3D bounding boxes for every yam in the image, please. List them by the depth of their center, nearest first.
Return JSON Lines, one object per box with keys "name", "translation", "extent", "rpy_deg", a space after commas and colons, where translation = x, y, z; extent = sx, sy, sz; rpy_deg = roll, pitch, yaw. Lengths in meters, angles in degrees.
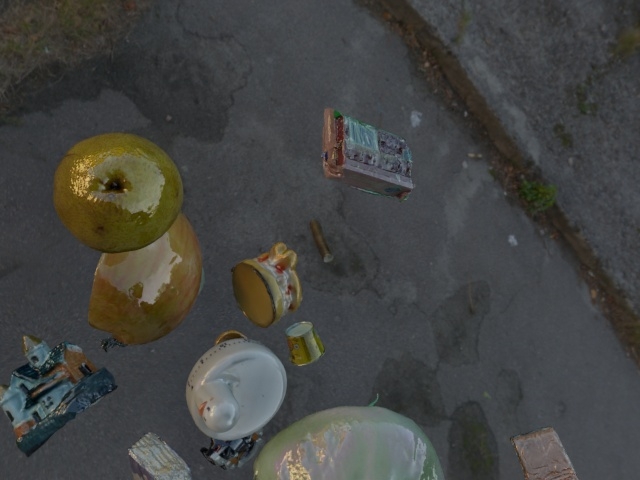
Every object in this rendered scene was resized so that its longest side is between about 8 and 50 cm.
{"name": "yam", "translation": [0.000, 0.000, 1.023], "extent": [0.032, 0.032, 0.145], "rpy_deg": [19, 29, -29]}

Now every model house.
{"name": "model house", "translation": [-0.770, 0.396, 1.175], "extent": [0.291, 0.253, 0.184], "rpy_deg": [53, 14, 3]}

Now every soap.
{"name": "soap", "translation": [0.132, -0.229, 1.146], "extent": [0.273, 0.098, 0.218], "rpy_deg": [10, 75, -35]}

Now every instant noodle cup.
{"name": "instant noodle cup", "translation": [-0.081, 0.478, 1.994], "extent": [0.182, 0.182, 0.144], "rpy_deg": [-29, 110, -36]}

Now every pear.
{"name": "pear", "translation": [-0.336, -0.080, 0.715], "extent": [0.209, 0.209, 0.209], "rpy_deg": [10, 72, -32]}

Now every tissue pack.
{"name": "tissue pack", "translation": [-0.585, 0.902, 1.562], "extent": [0.242, 0.344, 0.125], "rpy_deg": [27, 37, 24]}

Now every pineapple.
{"name": "pineapple", "translation": [-0.772, 0.380, 1.678], "extent": [0.197, 0.108, 0.108], "rpy_deg": [-19, 88, -29]}

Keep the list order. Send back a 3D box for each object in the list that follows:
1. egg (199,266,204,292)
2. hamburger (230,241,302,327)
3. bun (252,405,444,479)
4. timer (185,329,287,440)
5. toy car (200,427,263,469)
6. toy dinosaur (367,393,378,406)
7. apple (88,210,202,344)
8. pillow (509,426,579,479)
{"name": "egg", "translation": [-0.488, 0.145, 1.478], "extent": [0.149, 0.149, 0.192], "rpy_deg": [29, 59, -25]}
{"name": "hamburger", "translation": [-0.187, 0.153, 1.548], "extent": [0.186, 0.261, 0.303], "rpy_deg": [-28, 134, -37]}
{"name": "bun", "translation": [0.047, 0.387, 0.587], "extent": [0.293, 0.293, 0.187], "rpy_deg": [37, 17, -21]}
{"name": "timer", "translation": [-0.186, 0.349, 0.965], "extent": [0.233, 0.240, 0.233], "rpy_deg": [-9, 108, -29]}
{"name": "toy car", "translation": [-0.278, 0.651, 1.366], "extent": [0.118, 0.301, 0.193], "rpy_deg": [36, 64, 19]}
{"name": "toy dinosaur", "translation": [0.104, 0.379, 0.938], "extent": [0.062, 0.021, 0.083], "rpy_deg": [37, 62, -49]}
{"name": "apple", "translation": [-0.430, 0.068, 1.014], "extent": [0.314, 0.252, 0.309], "rpy_deg": [55, 17, -48]}
{"name": "pillow", "translation": [0.553, 0.572, 0.996], "extent": [0.126, 0.043, 0.232], "rpy_deg": [-14, 60, -2]}
